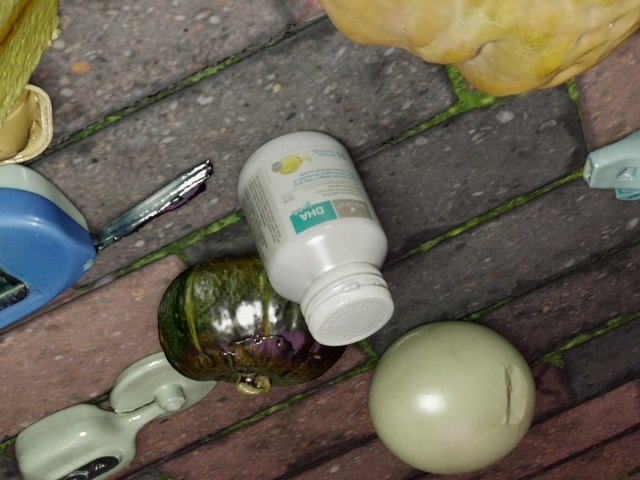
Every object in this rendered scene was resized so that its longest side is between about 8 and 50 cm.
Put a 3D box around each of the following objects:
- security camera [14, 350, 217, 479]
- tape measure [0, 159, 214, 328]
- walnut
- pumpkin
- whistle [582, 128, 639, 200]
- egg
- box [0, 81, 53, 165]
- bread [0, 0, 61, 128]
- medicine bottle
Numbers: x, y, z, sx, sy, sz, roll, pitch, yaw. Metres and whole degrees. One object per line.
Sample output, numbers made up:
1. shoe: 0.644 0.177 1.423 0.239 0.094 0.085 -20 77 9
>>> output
1. security camera: -0.261 0.244 1.759 0.301 0.080 0.157 -30 147 7
2. tape measure: -0.288 -0.015 1.334 0.351 0.098 0.215 -29 149 6
3. walnut: 0.145 -0.291 1.006 0.306 0.306 0.344 -1 128 -31
4. pumpkin: -0.074 0.101 1.550 0.237 0.159 0.238 -8 171 -1
5. whistle: 0.461 -0.113 1.661 0.273 0.093 0.186 -11 147 -12
6. egg: 0.188 0.221 1.867 0.219 0.219 0.269 -43 158 30
7. box: -0.328 -0.105 1.162 0.177 0.111 0.111 -12 147 -17
8. bread: -0.275 -0.106 0.952 0.244 0.362 0.233 -6 145 -20
9. medicine bottle: 0.000 0.000 1.417 0.135 0.215 0.135 -16 147 -11
